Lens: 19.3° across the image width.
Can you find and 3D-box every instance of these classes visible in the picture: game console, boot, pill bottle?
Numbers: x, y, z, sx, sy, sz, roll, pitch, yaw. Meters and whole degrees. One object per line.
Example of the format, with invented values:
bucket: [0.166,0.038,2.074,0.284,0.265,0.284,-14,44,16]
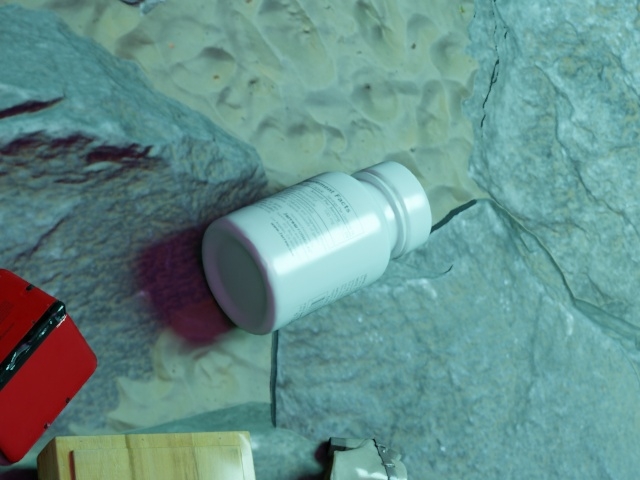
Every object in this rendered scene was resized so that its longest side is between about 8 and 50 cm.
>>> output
game console: [-0.309,0.122,1.847,0.124,0.085,0.144,29,58,15]
boot: [0.048,0.247,1.972,0.087,0.042,0.118,17,33,-7]
pill bottle: [0.000,0.000,1.986,0.229,0.131,0.131,-25,89,-32]

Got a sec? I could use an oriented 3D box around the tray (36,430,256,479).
tray: [-0.142,0.386,1.767,0.202,0.076,0.411,1,67,-24]
